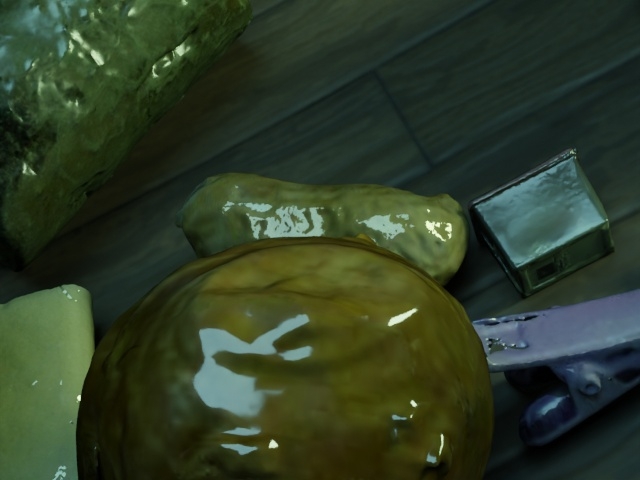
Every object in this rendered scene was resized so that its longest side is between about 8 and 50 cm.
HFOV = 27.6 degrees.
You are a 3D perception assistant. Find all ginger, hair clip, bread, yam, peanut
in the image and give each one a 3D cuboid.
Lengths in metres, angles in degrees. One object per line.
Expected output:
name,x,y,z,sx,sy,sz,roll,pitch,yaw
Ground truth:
ginger,0.001,0.097,0.726,0.223,0.269,0.200,10,100,39
hair clip,0.221,0.046,0.812,0.278,0.090,0.137,-16,41,1
bread,-0.220,0.129,0.930,0.139,0.060,0.178,-17,54,11
yam,-0.215,-0.131,1.027,0.195,0.195,0.300,29,70,34
peanut,0.000,0.000,0.920,0.214,0.099,0.099,0,57,15

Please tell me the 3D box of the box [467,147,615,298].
box,0.153,-0.010,0.886,0.085,0.060,0.063,-28,57,0
